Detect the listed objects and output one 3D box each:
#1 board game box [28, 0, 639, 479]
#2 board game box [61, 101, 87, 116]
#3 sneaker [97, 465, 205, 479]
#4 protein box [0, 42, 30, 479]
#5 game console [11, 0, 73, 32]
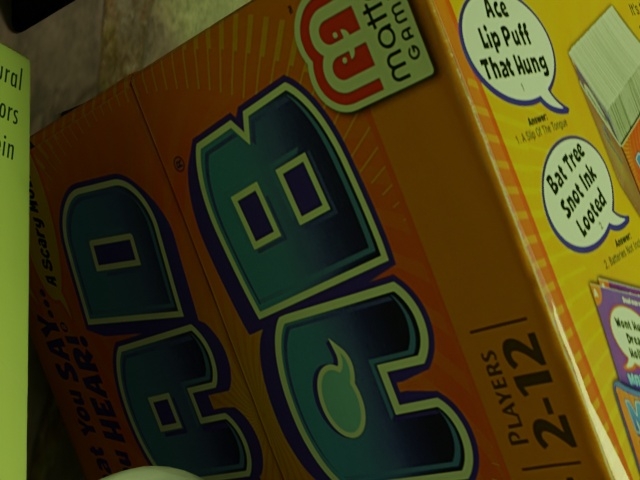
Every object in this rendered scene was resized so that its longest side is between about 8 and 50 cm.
[{"bbox_3d":[0.078,0.038,0.630,0.356,0.356,0.356,-22,92,-47],"label":"board game box"},{"bbox_3d":[-0.065,-0.021,0.863,0.346,0.056,0.208,-15,89,-60],"label":"board game box"},{"bbox_3d":[-0.151,0.216,0.395,0.108,0.169,0.292,46,40,-1],"label":"sneaker"},{"bbox_3d":[-0.219,0.005,0.361,0.200,0.135,0.201,29,55,-66],"label":"protein box"},{"bbox_3d":[-0.211,-0.221,0.711,0.107,0.071,0.122,41,29,-10],"label":"game console"}]
